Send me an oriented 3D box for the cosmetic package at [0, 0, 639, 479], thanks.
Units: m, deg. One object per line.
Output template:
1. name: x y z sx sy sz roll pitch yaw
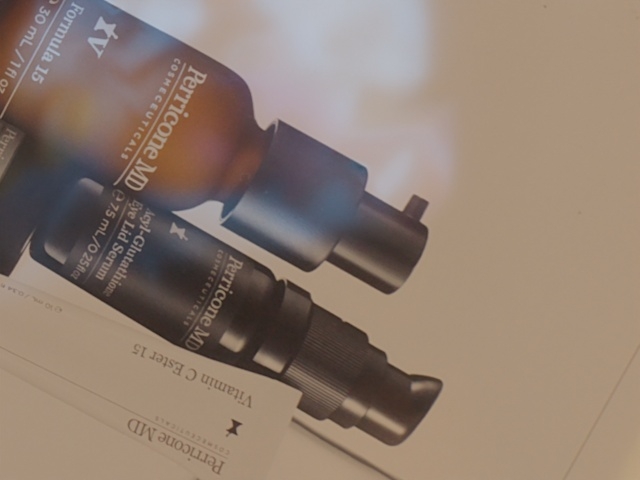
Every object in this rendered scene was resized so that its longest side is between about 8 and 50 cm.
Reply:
1. cosmetic package: 0.014 -0.020 0.519 0.377 0.284 0.097 -61 167 2
